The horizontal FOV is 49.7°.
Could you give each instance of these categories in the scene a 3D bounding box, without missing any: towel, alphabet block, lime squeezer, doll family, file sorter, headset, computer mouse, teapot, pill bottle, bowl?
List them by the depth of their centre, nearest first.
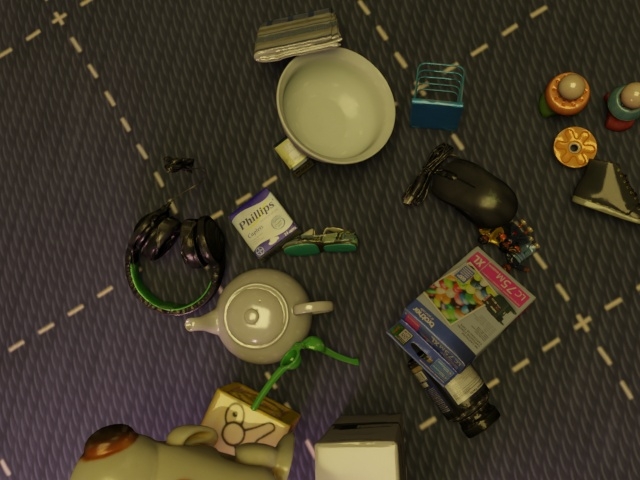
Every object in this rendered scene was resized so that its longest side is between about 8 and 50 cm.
[{"bbox_3d":[-0.044,0.285,1.596,0.059,0.311,0.109,20,119,47],"label":"lime squeezer"},{"bbox_3d":[0.312,0.340,1.603,0.123,0.123,0.219,-36,82,1],"label":"pill bottle"},{"bbox_3d":[-0.180,0.464,1.609,0.193,0.193,0.197,26,87,7],"label":"alphabet block"},{"bbox_3d":[0.334,-0.122,1.630,0.272,0.072,0.188,32,84,32],"label":"computer mouse"},{"bbox_3d":[-0.137,0.179,1.640,0.253,0.187,0.256,37,88,9],"label":"teapot"},{"bbox_3d":[0.436,-0.004,1.650,0.111,0.076,0.193,-41,75,-19],"label":"doll family"},{"bbox_3d":[0.282,-0.343,1.661,0.118,0.170,0.104,7,81,7],"label":"file sorter"},{"bbox_3d":[0.020,-0.308,1.679,0.298,0.134,0.297,4,77,-19],"label":"bowl"},{"bbox_3d":[-0.355,-0.006,1.685,0.244,0.185,0.393,10,96,7],"label":"headset"},{"bbox_3d":[-0.056,-0.503,1.687,0.209,0.285,0.034,-10,122,4],"label":"towel"}]

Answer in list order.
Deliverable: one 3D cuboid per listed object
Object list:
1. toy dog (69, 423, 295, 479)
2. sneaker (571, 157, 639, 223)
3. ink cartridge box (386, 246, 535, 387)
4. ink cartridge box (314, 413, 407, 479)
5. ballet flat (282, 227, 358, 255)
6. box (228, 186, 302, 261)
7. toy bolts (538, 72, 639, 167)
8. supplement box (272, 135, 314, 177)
[{"bbox_3d":[-0.280,0.508,1.333,0.408,0.395,0.284,13,94,-1],"label":"toy dog"},{"bbox_3d":[0.716,-0.111,1.614,0.222,0.083,0.118,19,104,9],"label":"sneaker"},{"bbox_3d":[0.322,0.168,1.578,0.311,0.065,0.186,-37,69,-23],"label":"ink cartridge box"},{"bbox_3d":[0.099,0.538,1.470,0.166,0.395,0.285,-3,83,8],"label":"ink cartridge box"},{"bbox_3d":[0.000,0.000,1.714,0.189,0.070,0.070,-2,83,4],"label":"ballet flat"},{"bbox_3d":[-0.138,-0.039,1.719,0.126,0.072,0.137,-38,78,1],"label":"box"},{"bbox_3d":[0.650,-0.294,1.617,0.229,0.158,0.218,-6,83,6],"label":"toy bolts"},{"bbox_3d":[-0.066,-0.211,1.726,0.056,0.083,0.083,-38,80,4],"label":"supplement box"}]
